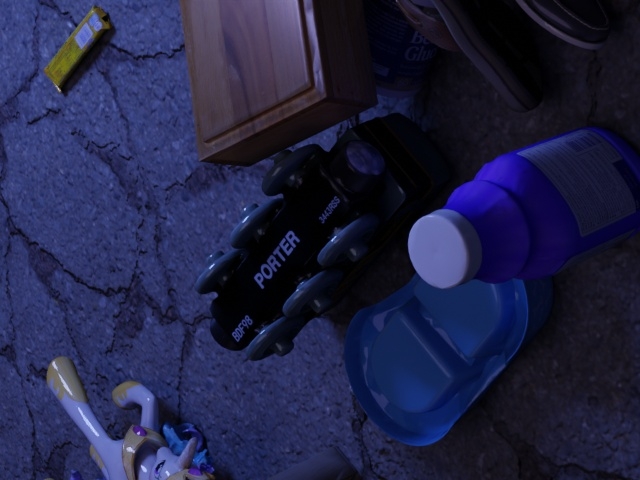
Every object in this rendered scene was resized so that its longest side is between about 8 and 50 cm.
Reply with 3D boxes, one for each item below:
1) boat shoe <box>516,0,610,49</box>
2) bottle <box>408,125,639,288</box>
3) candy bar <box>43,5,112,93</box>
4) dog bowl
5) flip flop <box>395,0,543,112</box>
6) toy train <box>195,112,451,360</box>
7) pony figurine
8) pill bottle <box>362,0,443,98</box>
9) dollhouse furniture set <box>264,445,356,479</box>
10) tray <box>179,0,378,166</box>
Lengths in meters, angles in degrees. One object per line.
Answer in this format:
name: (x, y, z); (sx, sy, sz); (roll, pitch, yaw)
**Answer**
boat shoe: (0.210, -0.269, 1.470); (0.206, 0.075, 0.065); (56, 137, 21)
bottle: (0.193, -0.024, 1.421); (0.118, 0.283, 0.092); (53, 133, 15)
candy bar: (-0.318, -0.248, 2.029); (0.161, 0.018, 0.040); (-41, 78, 43)
dog bowl: (0.139, 0.091, 1.663); (0.166, 0.074, 0.297); (50, 132, 19)
flip flop: (0.119, -0.228, 1.487); (0.080, 0.112, 0.277); (-19, 124, 34)
toy train: (0.000, 0.000, 1.683); (0.142, 0.190, 0.334); (51, 134, 15)
pony figurine: (-0.252, 0.359, 2.027); (0.363, 0.302, 0.351); (30, 116, 52)
pill bottle: (0.087, -0.238, 1.585); (0.094, 0.094, 0.169); (41, 129, 27)
dollhouse furniture set: (0.019, 0.383, 1.815); (0.242, 0.161, 0.212); (49, 132, 21)
tray: (-0.064, -0.302, 1.576); (0.203, 0.076, 0.411); (-22, 72, 46)
